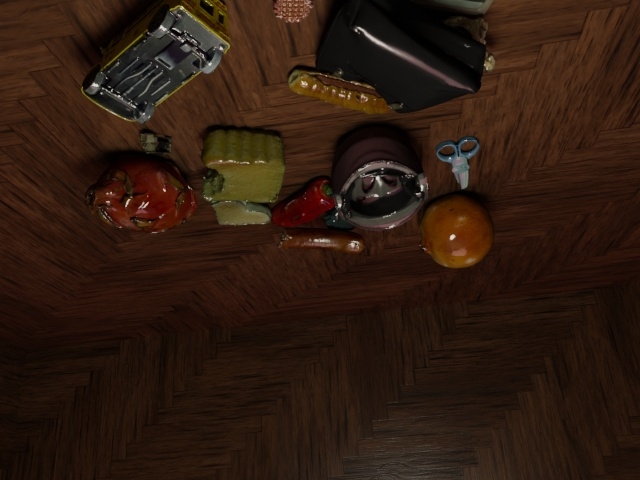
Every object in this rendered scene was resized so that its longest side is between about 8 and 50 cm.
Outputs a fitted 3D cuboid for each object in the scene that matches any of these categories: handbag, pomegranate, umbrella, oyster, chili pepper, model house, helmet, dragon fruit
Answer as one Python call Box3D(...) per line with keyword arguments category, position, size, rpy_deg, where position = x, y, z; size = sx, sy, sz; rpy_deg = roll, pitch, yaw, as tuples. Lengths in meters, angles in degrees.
Box3D(category="handbag", position=(0.151, -0.382, 1.214), size=(0.343, 0.152, 0.288), rpy_deg=(24, 164, -20))
Box3D(category="pomegranate", position=(0.463, -0.027, 1.968), size=(0.265, 0.264, 0.264), rpy_deg=(-4, 156, -2))
Box3D(category="umbrella", position=(0.119, -0.093, 1.945), size=(0.143, 0.094, 0.349), rpy_deg=(37, 139, -13))
Box3D(category="oyster", position=(0.301, -0.427, 1.253), size=(0.191, 0.081, 0.163), rpy_deg=(35, 149, -22))
Box3D(category="chili pepper", position=(-0.040, -0.121, 1.850), size=(0.110, 0.110, 0.388), rpy_deg=(15, 153, -37))
Box3D(category="model house", position=(-0.451, -0.261, 1.541), size=(0.058, 0.057, 0.083), rpy_deg=(9, -169, 43))
Box3D(category="helmet", position=(0.157, -0.185, 1.621), size=(0.271, 0.197, 0.338), rpy_deg=(-15, 154, 9))
Box3D(category="dragon fruit", position=(-0.504, -0.129, 1.619), size=(0.315, 0.250, 0.250), rpy_deg=(-8, 159, -26))

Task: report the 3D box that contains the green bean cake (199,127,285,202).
Box3D(category="green bean cake", position=(-0.223, -0.208, 1.599), size=(0.233, 0.124, 0.236), rpy_deg=(0, 156, -13))

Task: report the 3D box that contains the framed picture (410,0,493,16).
Box3D(category="framed picture", position=(0.219, -0.531, 1.076), size=(0.315, 0.024, 0.232), rpy_deg=(3, 156, -12))

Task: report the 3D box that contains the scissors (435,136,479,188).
Box3D(category="scissors", position=(0.431, -0.234, 1.761), size=(0.125, 0.030, 0.256), rpy_deg=(-11, 152, 14))

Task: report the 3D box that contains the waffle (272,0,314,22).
Box3D(category="waffle", position=(-0.055, -0.475, 1.151), size=(0.075, 0.029, 0.083), rpy_deg=(17, 146, -39))

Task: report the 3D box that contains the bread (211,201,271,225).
Box3D(category="bread", position=(-0.278, -0.101, 1.901), size=(0.232, 0.064, 0.173), rpy_deg=(20, 147, -40))

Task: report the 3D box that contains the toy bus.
Box3D(category="toy bus", position=(-0.341, -0.381, 1.166), size=(0.330, 0.152, 0.144), rpy_deg=(-24, 144, 32))

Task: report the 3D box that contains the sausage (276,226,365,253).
Box3D(category="sausage", position=(0.001, -0.002, 1.945), size=(0.303, 0.076, 0.103), rpy_deg=(3, -161, -5))

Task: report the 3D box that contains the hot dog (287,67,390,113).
Box3D(category="hot dog", position=(0.057, -0.359, 1.392), size=(0.286, 0.061, 0.088), rpy_deg=(7, 165, -20))
